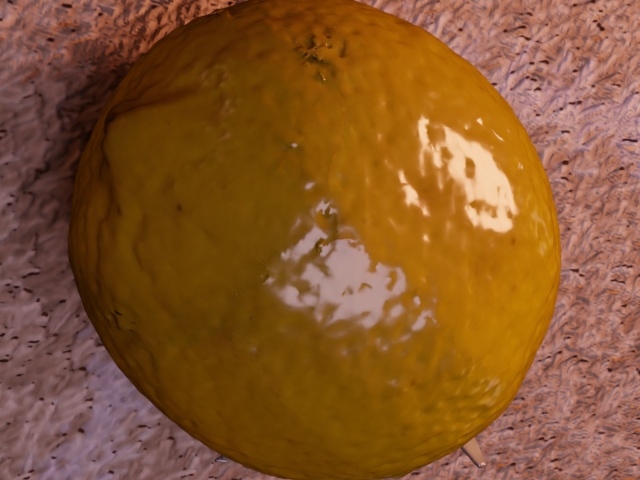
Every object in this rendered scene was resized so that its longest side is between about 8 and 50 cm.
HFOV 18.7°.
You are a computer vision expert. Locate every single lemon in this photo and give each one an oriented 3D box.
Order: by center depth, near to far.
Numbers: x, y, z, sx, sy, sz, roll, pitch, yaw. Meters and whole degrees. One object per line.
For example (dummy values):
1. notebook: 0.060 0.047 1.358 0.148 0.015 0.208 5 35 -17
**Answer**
1. lemon: -0.001 -0.001 1.284 0.336 0.336 0.336 -11 117 -22

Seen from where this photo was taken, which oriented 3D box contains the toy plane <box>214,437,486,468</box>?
1. toy plane: 0.006 0.133 1.483 0.286 0.092 0.108 3 133 -27
